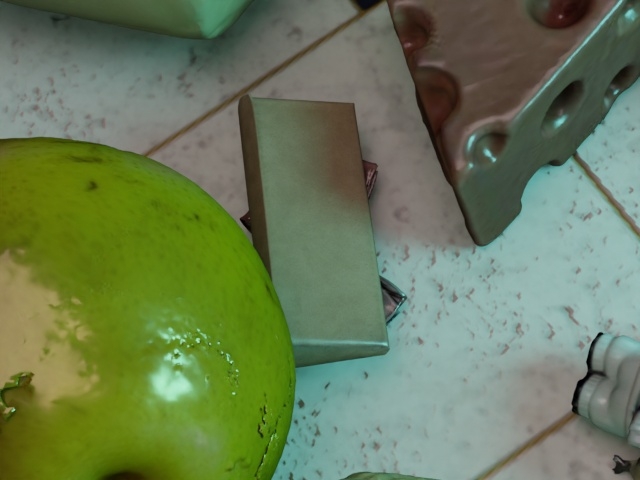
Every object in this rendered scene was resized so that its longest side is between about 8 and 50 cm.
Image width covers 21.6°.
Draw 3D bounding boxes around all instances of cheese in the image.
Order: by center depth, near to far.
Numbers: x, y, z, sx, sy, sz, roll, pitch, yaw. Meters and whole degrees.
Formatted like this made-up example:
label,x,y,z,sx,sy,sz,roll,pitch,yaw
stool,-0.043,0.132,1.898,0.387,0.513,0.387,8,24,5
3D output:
label,x,y,z,sx,sy,sz,roll,pitch,yaw
cheese,0.102,-0.134,1.111,0.177,0.128,0.203,39,83,25

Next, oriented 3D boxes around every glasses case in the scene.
label,x,y,z,sx,sy,sz,roll,pitch,yaw
glasses case,0.000,0.000,1.109,0.102,0.070,0.193,2,62,-19

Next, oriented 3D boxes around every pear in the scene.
label,x,y,z,sx,sy,sz,roll,pitch,yaw
pear,-0.161,0.072,0.994,0.285,0.336,0.284,-2,97,-13

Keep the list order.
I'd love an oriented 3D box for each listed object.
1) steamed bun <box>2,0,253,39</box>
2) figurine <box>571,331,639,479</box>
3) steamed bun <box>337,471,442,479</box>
label,x,y,z,sx,sy,sz,roll,pitch,yaw
steamed bun,-0.129,-0.384,1.164,0.371,0.290,0.456,15,72,13
figurine,0.259,0.108,0.985,0.229,0.112,0.137,17,76,28
steamed bun,0.079,0.251,0.869,0.290,0.272,0.273,6,68,9
